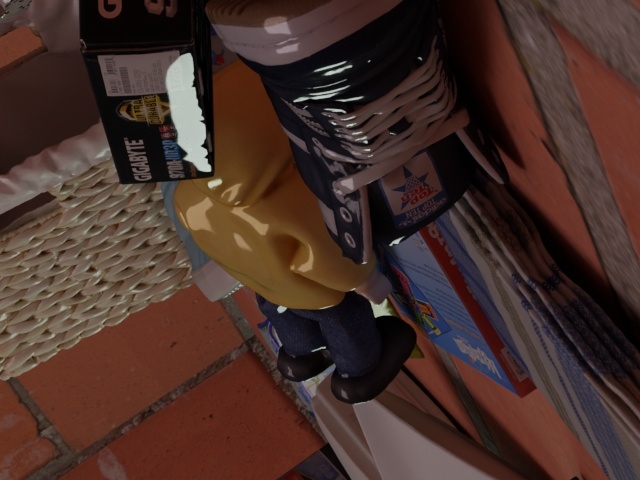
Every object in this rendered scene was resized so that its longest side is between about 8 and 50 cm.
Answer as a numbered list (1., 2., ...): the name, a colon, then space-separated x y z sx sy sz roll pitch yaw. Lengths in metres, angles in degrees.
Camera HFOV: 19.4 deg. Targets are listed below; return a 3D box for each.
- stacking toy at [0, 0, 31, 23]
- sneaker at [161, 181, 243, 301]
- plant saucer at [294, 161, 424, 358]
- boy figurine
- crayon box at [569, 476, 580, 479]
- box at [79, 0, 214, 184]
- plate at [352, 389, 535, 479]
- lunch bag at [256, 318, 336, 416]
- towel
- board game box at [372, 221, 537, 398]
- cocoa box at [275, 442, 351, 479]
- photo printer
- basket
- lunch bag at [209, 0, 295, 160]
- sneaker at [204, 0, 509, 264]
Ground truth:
1. stacking toy: -0.191 -0.247 1.229 0.167 0.221 0.052 53 134 2
2. sneaker: -0.100 -0.041 1.805 0.150 0.135 0.366 54 174 -9
3. plant saucer: 0.000 0.000 1.507 0.188 0.045 0.188 59 -179 34
4. boy figurine: -0.033 -0.011 1.301 0.177 0.092 0.285 18 145 41
5. crayon box: 0.223 0.310 1.333 0.165 0.081 0.278 51 172 41
6. box: -0.080 -0.157 0.869 0.175 0.051 0.220 93 174 -74
7. plate: 0.150 0.260 1.583 0.278 0.045 0.277 30 147 52
8. lunch bag: 0.005 0.122 2.078 0.129 0.096 0.151 59 160 -2
9. towel: 0.143 0.076 0.964 0.285 0.034 0.209 54 176 42
10. board game box: 0.069 0.017 1.265 0.145 0.027 0.281 59 174 -11
11. cocoa box: 0.073 0.378 2.207 0.231 0.228 0.347 57 174 -11
12. photo printer: 0.126 0.286 1.874 0.307 0.107 0.256 59 173 -28
13. basket: -0.306 -0.077 2.087 0.266 0.328 0.331 56 -168 -38
14. lunch bag: -0.096 -0.155 1.388 0.219 0.090 0.176 53 170 23
15. sneaker: 0.025 -0.063 0.826 0.153 0.099 0.282 62 180 -10
